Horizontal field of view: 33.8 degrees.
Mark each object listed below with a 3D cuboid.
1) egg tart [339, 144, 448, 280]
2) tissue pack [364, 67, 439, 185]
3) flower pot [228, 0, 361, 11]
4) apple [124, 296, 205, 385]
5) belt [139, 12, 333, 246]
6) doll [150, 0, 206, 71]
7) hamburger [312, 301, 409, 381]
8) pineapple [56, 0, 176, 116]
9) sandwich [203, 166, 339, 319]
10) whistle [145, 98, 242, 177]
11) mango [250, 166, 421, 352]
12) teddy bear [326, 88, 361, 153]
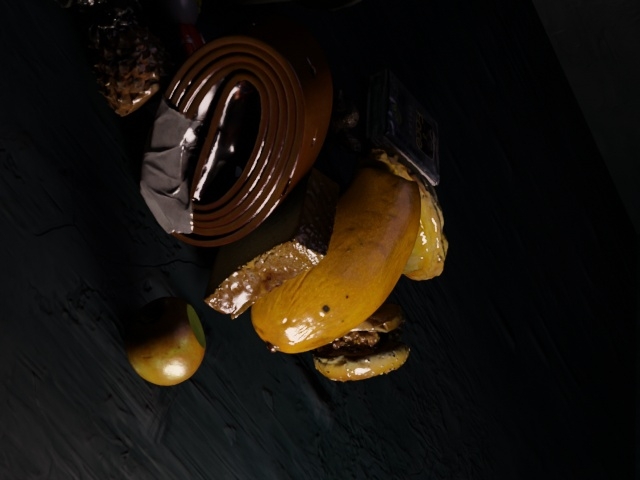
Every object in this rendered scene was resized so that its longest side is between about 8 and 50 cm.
[{"bbox_3d":[0.123,-0.040,1.927,0.118,0.288,0.288,-26,102,-24],"label":"egg tart"},{"bbox_3d":[0.177,-0.235,2.266,0.235,0.073,0.173,39,45,-47],"label":"tissue pack"},{"bbox_3d":[-0.065,-0.514,1.793,0.259,0.290,0.290,-30,103,-51],"label":"flower pot"},{"bbox_3d":[-0.203,0.133,1.378,0.114,0.099,0.102,-108,173,-59],"label":"apple"},{"bbox_3d":[-0.118,-0.144,1.449,0.217,0.339,0.122,33,34,5],"label":"belt"},{"bbox_3d":[-0.209,-0.323,1.605,0.142,0.076,0.245,137,-61,-86],"label":"doll"},{"bbox_3d":[0.069,0.175,1.781,0.177,0.185,0.113,-18,87,-17],"label":"hamburger"},{"bbox_3d":[-0.289,-0.293,1.434,0.237,0.111,0.119,61,0,-7],"label":"pineapple"},{"bbox_3d":[-0.069,0.000,1.554,0.065,0.214,0.186,38,41,-24],"label":"sandwich"},{"bbox_3d":[-0.163,-0.130,1.617,0.312,0.062,0.062,50,37,-38],"label":"whistle"},{"bbox_3d":[0.035,0.034,1.664,0.359,0.144,0.187,-42,100,-13],"label":"mango"},{"bbox_3d":[0.035,-0.225,2.014,0.160,0.078,0.119,-95,177,-65],"label":"teddy bear"}]
